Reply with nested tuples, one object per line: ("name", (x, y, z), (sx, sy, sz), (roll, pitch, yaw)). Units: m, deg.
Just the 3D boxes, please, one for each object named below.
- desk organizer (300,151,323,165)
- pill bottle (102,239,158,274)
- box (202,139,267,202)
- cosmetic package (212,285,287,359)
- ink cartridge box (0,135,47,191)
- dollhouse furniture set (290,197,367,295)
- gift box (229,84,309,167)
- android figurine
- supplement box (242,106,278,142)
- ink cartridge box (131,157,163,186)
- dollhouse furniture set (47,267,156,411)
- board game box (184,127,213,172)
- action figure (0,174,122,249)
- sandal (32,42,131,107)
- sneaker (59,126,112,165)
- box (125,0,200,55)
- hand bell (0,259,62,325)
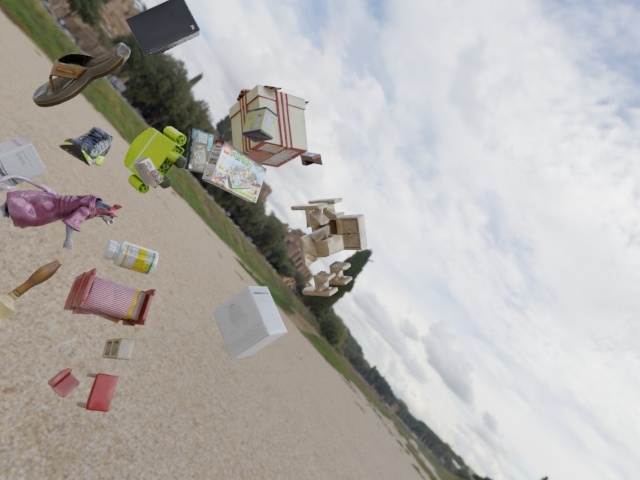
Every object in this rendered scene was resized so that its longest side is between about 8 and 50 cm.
("desk organizer", (-0.041, -0.351, 1.796), (0.130, 0.047, 0.050), (29, -44, 59))
("pill bottle", (-0.847, 0.071, 1.840), (0.208, 0.117, 0.118), (24, 6, -35))
("box", (-0.237, -0.189, 1.165), (0.036, 0.114, 0.207), (16, -4, 28))
("cosmetic package", (-0.296, 0.342, 1.725), (0.138, 0.224, 0.224), (15, 44, -59))
("ink cartridge box", (-1.192, -0.259, 1.503), (0.211, 0.289, 0.121), (24, -41, 41))
("dollhouse furniture set", (0.000, 0.000, 1.787), (0.257, 0.394, 0.361), (0, -76, 32))
("gift box", (-0.187, -0.460, 1.631), (0.276, 0.255, 0.258), (-15, -103, 43))
("android figurine", (-0.571, -0.283, 1.414), (0.273, 0.248, 0.056), (32, -3, 32))
("supplement box", (-0.184, -0.354, 1.263), (0.083, 0.083, 0.056), (3, -14, 37))
("ink cartridge box", (-0.396, -0.158, 0.954), (0.115, 0.029, 0.062), (13, -46, 52))
("dollhouse furniture set", (-0.655, 0.295, 1.211), (0.152, 0.373, 0.201), (-14, -31, 41))
("board game box", (-0.553, -0.406, 1.882), (0.026, 0.186, 0.126), (9, 3, 35))
("action figure", (-0.926, -0.131, 1.529), (0.248, 0.371, 0.275), (-101, -172, -64))
("sandal", (-0.480, -0.338, 0.813), (0.060, 0.220, 0.090), (55, 17, -50))
("sneaker", (-0.784, -0.330, 1.401), (0.111, 0.121, 0.300), (34, 0, -22))
("box", (-0.410, -0.563, 1.092), (0.093, 0.156, 0.158), (65, -5, -27))
("hand bell", (-0.831, 0.138, 1.138), (0.126, 0.242, 0.126), (35, -26, 20))
